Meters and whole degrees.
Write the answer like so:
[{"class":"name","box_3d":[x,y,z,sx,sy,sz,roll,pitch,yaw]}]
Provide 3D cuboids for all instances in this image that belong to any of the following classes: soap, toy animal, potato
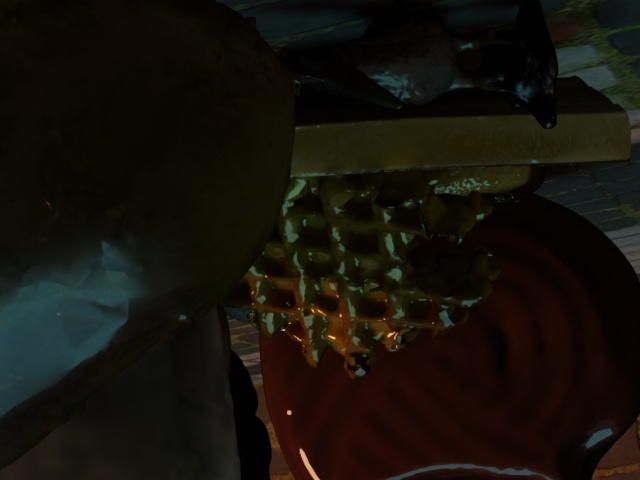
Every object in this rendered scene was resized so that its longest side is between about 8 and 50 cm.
[{"class":"soap","box_3d":[0.053,-0.068,1.118,0.252,0.037,0.092,-4,-160,-12]},{"class":"toy animal","box_3d":[0.052,-0.095,1.036,0.202,0.070,0.105,-8,-169,-39]},{"class":"potato","box_3d":[-0.153,-0.005,0.824,0.307,0.173,0.210,-45,136,17]}]

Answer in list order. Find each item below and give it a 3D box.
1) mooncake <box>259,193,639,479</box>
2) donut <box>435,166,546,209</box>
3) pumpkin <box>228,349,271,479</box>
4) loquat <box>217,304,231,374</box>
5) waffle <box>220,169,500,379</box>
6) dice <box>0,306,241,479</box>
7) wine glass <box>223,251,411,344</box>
[{"class":"mooncake","box_3d":[0.102,0.104,1.587,0.325,0.334,0.174,29,176,11]},{"class":"donut","box_3d":[0.074,-0.054,1.305,0.184,0.073,0.166,-12,174,24]},{"class":"pumpkin","box_3d":[-0.227,0.211,1.722,0.363,0.363,0.266,-8,166,-15]},{"class":"loquat","box_3d":[-0.182,0.086,1.375,0.235,0.235,0.235,-10,171,-2]},{"class":"waffle","box_3d":[0.000,0.000,1.255,0.231,0.051,0.228,31,143,-19]},{"class":"dice","box_3d":[-0.232,0.100,1.088,0.330,0.328,0.348,-8,171,-12]},{"class":"wine glass","box_3d":[-0.031,0.022,1.441,0.202,0.093,0.093,9,-176,37]}]
